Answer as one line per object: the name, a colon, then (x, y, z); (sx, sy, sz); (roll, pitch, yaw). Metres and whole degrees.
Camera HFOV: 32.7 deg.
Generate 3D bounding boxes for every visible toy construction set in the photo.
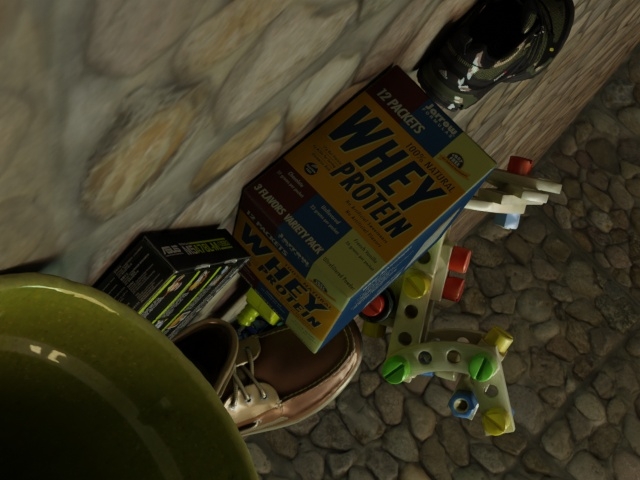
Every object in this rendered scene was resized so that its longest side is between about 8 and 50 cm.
toy construction set: (0.161, 0.048, 1.280); (0.151, 0.215, 0.327); (23, 82, -74)

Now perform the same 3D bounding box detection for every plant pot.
plant pot: (-0.213, 0.202, 0.685); (0.254, 0.276, 0.276); (-35, 176, 24)

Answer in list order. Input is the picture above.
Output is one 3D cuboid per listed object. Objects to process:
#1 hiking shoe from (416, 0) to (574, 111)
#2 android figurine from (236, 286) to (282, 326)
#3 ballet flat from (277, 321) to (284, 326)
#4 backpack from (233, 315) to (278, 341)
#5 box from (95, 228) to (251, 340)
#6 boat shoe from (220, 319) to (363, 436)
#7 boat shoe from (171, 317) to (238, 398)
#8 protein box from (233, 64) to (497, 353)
hiking shoe: (0.203, -0.214, 1.116); (0.227, 0.086, 0.114); (-38, 173, -32)
android figurine: (0.000, 0.000, 1.295); (0.273, 0.056, 0.248); (-50, 171, 19)
ballet flat: (-0.074, 0.152, 1.662); (0.077, 0.077, 0.231); (-20, 178, 12)
backpack: (-0.117, 0.195, 1.477); (0.158, 0.117, 0.173); (-49, 171, 28)
box: (-0.160, 0.070, 0.920); (0.190, 0.045, 0.184); (-45, 169, 13)
boat shoe: (-0.100, 0.181, 1.309); (0.324, 0.123, 0.116); (-29, 164, 11)
boat shoe: (-0.177, 0.164, 1.085); (0.110, 0.122, 0.341); (-53, 179, 22)
protein box: (0.033, -0.024, 1.059); (0.200, 0.136, 0.201); (-41, 171, -20)
